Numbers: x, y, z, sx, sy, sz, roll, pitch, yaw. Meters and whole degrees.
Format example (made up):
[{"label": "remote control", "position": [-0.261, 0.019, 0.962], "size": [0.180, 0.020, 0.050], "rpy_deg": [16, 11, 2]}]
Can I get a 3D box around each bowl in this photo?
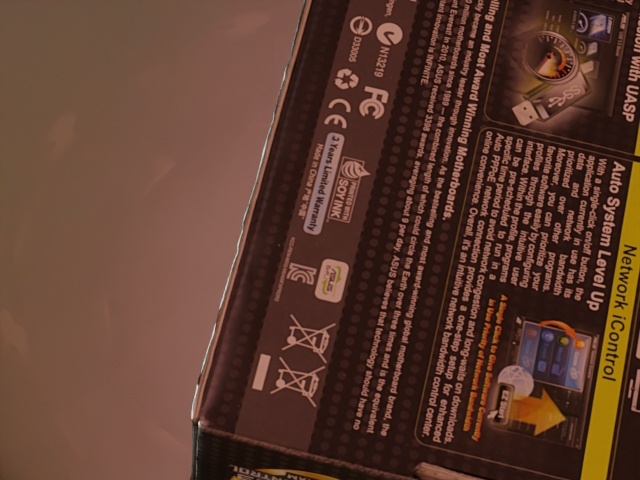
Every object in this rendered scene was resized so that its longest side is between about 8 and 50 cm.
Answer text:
[{"label": "bowl", "position": [0.000, 0.000, 0.505], "size": [0.298, 0.134, 0.298], "rpy_deg": [2, 64, -4]}]

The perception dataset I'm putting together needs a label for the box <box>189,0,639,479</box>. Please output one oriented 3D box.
[{"label": "box", "position": [0.102, -0.038, 0.427], "size": [0.216, 0.060, 0.270], "rpy_deg": [14, 64, 0]}]
